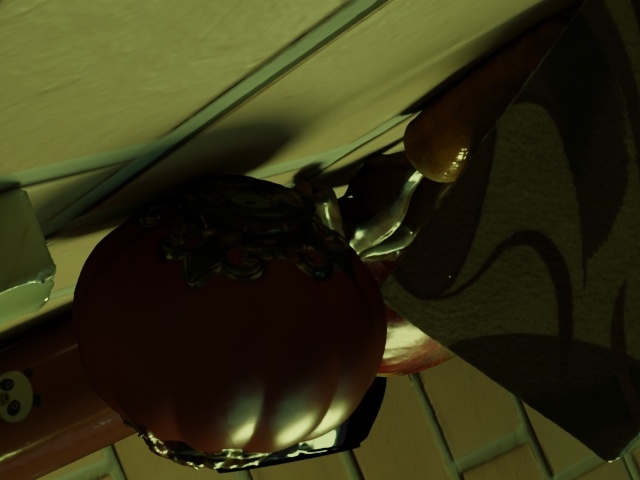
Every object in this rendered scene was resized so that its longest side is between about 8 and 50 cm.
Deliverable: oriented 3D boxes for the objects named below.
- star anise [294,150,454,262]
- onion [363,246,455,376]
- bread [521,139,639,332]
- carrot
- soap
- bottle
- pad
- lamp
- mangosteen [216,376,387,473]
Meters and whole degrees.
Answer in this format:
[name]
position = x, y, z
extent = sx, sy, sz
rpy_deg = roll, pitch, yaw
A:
[star anise]
position = -0.001, 0.000, 1.410
extent = 0.288, 0.088, 0.288
rpy_deg = -30, 165, -9
[onion]
position = 0.113, 0.041, 1.696
extent = 0.248, 0.248, 0.161
rpy_deg = -18, -153, -36
[bread]
position = 0.307, -0.075, 1.189
extent = 0.398, 0.215, 0.398
rpy_deg = -33, 179, -1
[carrot]
position = 0.126, -0.106, 1.138
extent = 0.061, 0.061, 0.210
rpy_deg = -20, 169, -26
[soap]
position = -0.251, 0.037, 0.937
extent = 0.183, 0.063, 0.121
rpy_deg = -21, 173, -16
[bottle]
position = -0.229, 0.141, 1.564
extent = 0.336, 0.144, 0.144
rpy_deg = -24, 174, 13
[pad]
position = 0.197, -0.004, 1.061
extent = 0.330, 0.220, 0.004
rpy_deg = -57, 176, 38
[lamp]
position = -0.065, 0.064, 1.134
extent = 0.227, 0.227, 0.227
rpy_deg = -22, 174, -2
[mangosteen]
position = -0.061, 0.152, 1.854
extent = 0.288, 0.233, 0.287
rpy_deg = -17, 174, -2
